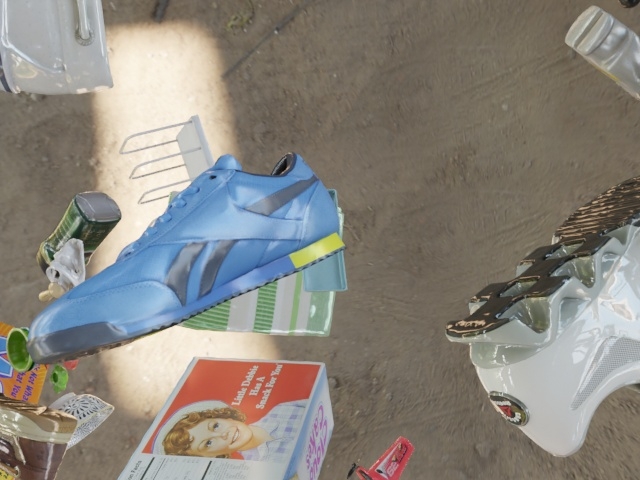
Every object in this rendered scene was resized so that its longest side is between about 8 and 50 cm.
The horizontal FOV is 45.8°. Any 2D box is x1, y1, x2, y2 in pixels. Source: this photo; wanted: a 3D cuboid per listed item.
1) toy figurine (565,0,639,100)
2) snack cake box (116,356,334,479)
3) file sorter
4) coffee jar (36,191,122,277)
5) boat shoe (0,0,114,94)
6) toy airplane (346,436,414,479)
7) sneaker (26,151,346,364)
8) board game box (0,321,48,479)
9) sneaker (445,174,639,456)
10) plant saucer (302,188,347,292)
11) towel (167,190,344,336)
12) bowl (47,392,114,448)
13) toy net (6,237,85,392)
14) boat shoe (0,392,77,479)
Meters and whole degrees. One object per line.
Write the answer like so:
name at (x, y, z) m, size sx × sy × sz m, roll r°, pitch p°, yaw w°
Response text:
toy figurine at (0.320, -0.205, 0.594) m, size 0.148 × 0.213 × 0.210 m, roll 27°, pitch 66°, yaw -20°
snack cake box at (-0.090, 0.221, 0.714) m, size 0.152 × 0.264 × 0.089 m, roll -1°, pitch 116°, yaw 15°
file sorter at (-0.341, -0.120, 1.782) m, size 0.173 × 0.193 × 0.278 m, roll -19°, pitch 90°, yaw -22°
coffee jar at (-0.464, -0.008, 1.444) m, size 0.184 × 0.096 × 0.079 m, roll -46°, pitch 71°, yaw 28°
boat shoe at (-0.163, -0.284, 0.531) m, size 0.156 × 0.136 × 0.367 m, roll 4°, pitch 92°, yaw -12°
toy airplane at (0.096, 0.344, 1.021) m, size 0.151 × 0.028 × 0.151 m, roll -15°, pitch 55°, yaw 22°
sneaker at (-0.076, 0.003, 0.431) m, size 0.069 × 0.209 × 0.082 m, roll -20°, pitch 93°, yaw 50°
board game box at (-0.795, 0.370, 1.489) m, size 0.356 × 0.357 × 0.356 m, roll 26°, pitch 122°, yaw -23°
sneaker at (0.258, 0.042, 0.616) m, size 0.330 × 0.122 × 0.146 m, roll -34°, pitch 97°, yaw -19°
plant saucer at (0.000, 0.000, 1.194) m, size 0.067 × 0.018 × 0.192 m, roll -2°, pitch 55°, yaw -6°
towel at (-0.119, 0.043, 1.339) m, size 0.324 × 0.038 × 0.248 m, roll 5°, pitch 96°, yaw -24°
bowl at (-0.521, 0.369, 1.567) m, size 0.170 × 0.170 × 0.080 m, roll -41°, pitch 81°, yaw 7°
toy net at (-0.389, 0.108, 1.103) m, size 0.122 × 0.045 × 0.232 m, roll 38°, pitch 115°, yaw 32°
boat shoe at (-0.504, 0.290, 1.117) m, size 0.341 × 0.123 × 0.123 m, roll 5°, pitch 80°, yaw 29°
